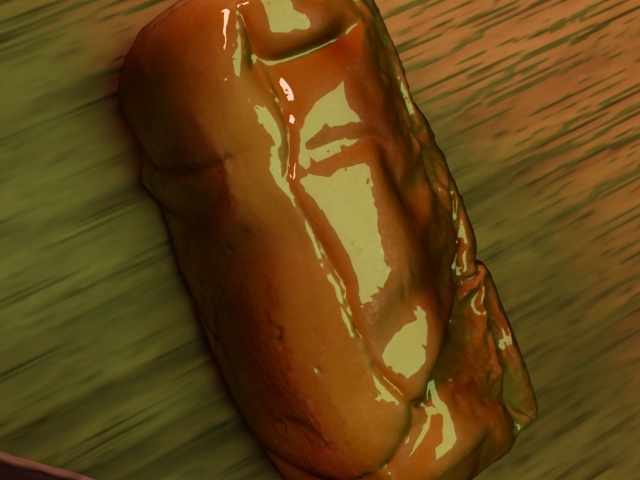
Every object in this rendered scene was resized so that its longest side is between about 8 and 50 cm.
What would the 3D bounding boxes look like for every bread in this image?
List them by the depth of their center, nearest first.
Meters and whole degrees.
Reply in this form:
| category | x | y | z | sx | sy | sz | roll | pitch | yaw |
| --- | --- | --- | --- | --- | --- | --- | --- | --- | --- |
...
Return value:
| category | x | y | z | sx | sy | sz | roll | pitch | yaw |
| --- | --- | --- | --- | --- | --- | --- | --- | --- | --- |
| bread | 0.000 | 0.000 | 0.783 | 0.132 | 0.167 | 0.294 | -28 | 102 | -25 |

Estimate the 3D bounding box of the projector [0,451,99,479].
| category | x | y | z | sx | sy | sz | roll | pitch | yaw |
| --- | --- | --- | --- | --- | --- | --- | --- | --- | --- |
| projector | -0.227 | 0.258 | 0.531 | 0.395 | 0.405 | 0.242 | 20 | 37 | -26 |
